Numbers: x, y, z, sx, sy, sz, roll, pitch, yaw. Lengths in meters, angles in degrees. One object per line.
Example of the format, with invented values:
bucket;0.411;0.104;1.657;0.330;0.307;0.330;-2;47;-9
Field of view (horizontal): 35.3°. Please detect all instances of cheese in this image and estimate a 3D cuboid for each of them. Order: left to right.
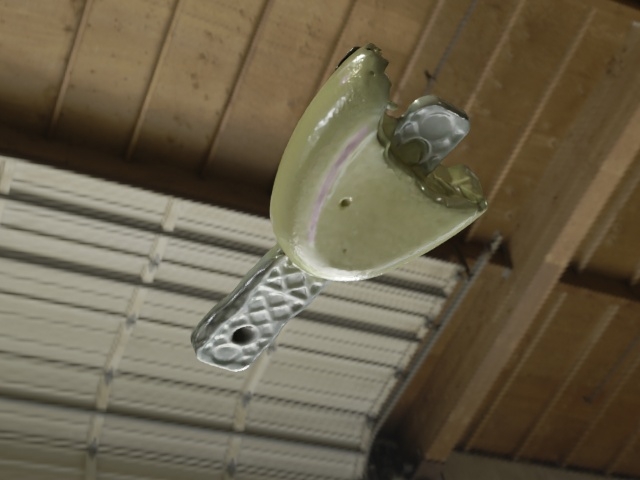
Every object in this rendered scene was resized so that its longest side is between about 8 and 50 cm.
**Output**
cheese;0.000;-0.001;0.570;0.127;0.050;0.235;22;-55;-35
